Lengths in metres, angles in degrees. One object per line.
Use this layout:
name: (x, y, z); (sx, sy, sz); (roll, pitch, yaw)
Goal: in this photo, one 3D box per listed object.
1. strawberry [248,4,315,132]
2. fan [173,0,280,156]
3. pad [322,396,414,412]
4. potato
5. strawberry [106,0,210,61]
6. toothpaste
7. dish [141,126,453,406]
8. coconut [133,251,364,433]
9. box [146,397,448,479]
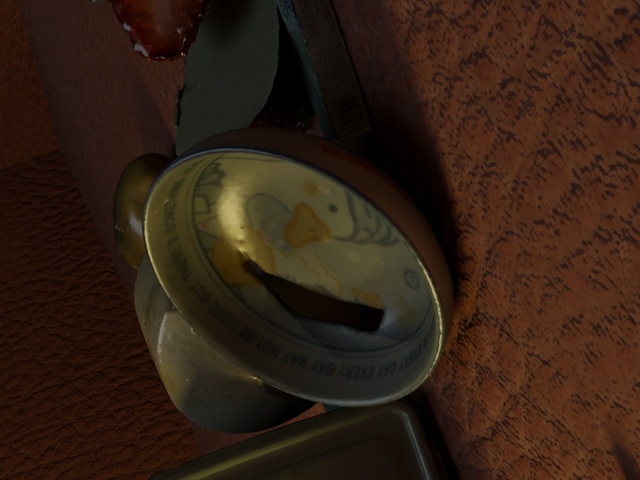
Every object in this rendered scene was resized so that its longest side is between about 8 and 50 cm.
strawberry: (-0.067, -0.170, 1.055); (0.187, 0.082, 0.146); (-131, 33, -59)
fan: (-0.104, -0.194, 1.020); (0.182, 0.010, 0.310); (-52, 40, 29)
pad: (0.047, 0.188, 1.258); (0.269, 0.012, 0.269); (52, 158, 46)
potato: (-0.274, -0.021, 1.828); (0.296, 0.141, 0.191); (97, 151, -65)
strawberry: (-0.133, -0.282, 1.006); (0.175, 0.107, 0.235); (21, 98, 24)
toothpaste: (-0.002, -0.160, 0.902); (0.164, 0.034, 0.046); (71, 165, -10)
dish: (0.000, 0.000, 0.930); (0.273, 0.134, 0.273); (18, 135, 19)
coconut: (-0.073, 0.075, 1.118); (0.241, 0.241, 0.241); (58, 162, 32)
box: (-0.028, 0.272, 1.086); (0.167, 0.294, 0.193); (162, 90, -80)
